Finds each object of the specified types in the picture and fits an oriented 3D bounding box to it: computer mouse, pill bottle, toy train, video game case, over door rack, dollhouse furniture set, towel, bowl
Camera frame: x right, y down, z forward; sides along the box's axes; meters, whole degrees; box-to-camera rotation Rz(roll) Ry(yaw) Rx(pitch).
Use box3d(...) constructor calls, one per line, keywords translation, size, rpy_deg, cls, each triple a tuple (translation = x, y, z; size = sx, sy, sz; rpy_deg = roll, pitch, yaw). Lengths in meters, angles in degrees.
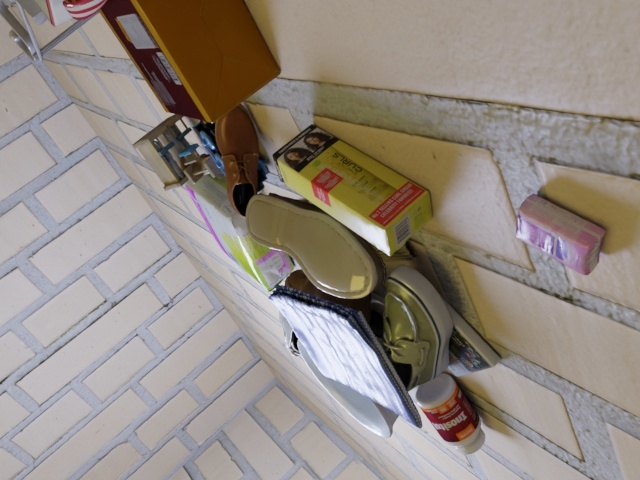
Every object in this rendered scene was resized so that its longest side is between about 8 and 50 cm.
box3d(translation=(0.087, 0.166, 1.325), size=(0.071, 0.041, 0.242), rpy_deg=(36, 171, -14), cls="computer mouse")
box3d(translation=(0.256, 0.339, 1.175), size=(0.152, 0.086, 0.086), rpy_deg=(54, 162, -17), cls="pill bottle")
box3d(translation=(-0.175, -0.168, 1.184), size=(0.184, 0.080, 0.105), rpy_deg=(54, 168, -15), cls="toy train")
box3d(translation=(0.197, 0.144, 1.016), size=(0.190, 0.022, 0.173), rpy_deg=(48, 163, 9), cls="video game case")
box3d(translation=(-0.362, -0.396, 0.893), size=(0.108, 0.239, 0.324), rpy_deg=(50, 164, -21), cls="over door rack")
box3d(translation=(-0.288, -0.211, 1.342), size=(0.184, 0.129, 0.129), rpy_deg=(-9, 123, 42), cls="dollhouse furniture set")
box3d(translation=(0.031, 0.201, 1.104), size=(0.243, 0.040, 0.336), rpy_deg=(59, 159, -17), cls="towel")
box3d(translation=(0.094, 0.295, 1.391), size=(0.298, 0.134, 0.298), rpy_deg=(42, 160, 20), cls="bowl")

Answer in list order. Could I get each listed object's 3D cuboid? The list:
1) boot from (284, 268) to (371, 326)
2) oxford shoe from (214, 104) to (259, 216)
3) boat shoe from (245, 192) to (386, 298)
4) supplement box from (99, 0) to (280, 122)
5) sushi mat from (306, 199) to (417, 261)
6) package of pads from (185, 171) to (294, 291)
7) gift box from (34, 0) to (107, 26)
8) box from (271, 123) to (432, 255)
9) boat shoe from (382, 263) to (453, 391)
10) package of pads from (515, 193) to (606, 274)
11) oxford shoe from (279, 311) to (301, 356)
box3d(translation=(0.020, 0.097, 1.256), size=(0.305, 0.112, 0.115), rpy_deg=(28, 110, 59), cls="boot")
box3d(translation=(-0.141, -0.141, 1.082), size=(0.076, 0.076, 0.212), rpy_deg=(-115, 16, -60), cls="oxford shoe")
box3d(translation=(0.000, 0.000, 1.007), size=(0.324, 0.097, 0.116), rpy_deg=(27, 112, 45), cls="boat shoe")
box3d(translation=(-0.193, -0.291, 0.874), size=(0.194, 0.129, 0.191), rpy_deg=(25, 151, 54), cls="supplement box")
box3d(translation=(0.049, -0.020, 1.040), size=(0.151, 0.019, 0.316), rpy_deg=(51, 163, -9), cls="sushi mat")
box3d(translation=(-0.194, -0.029, 1.480), size=(0.229, 0.101, 0.296), rpy_deg=(36, 159, 38), cls="package of pads")
box3d(translation=(-0.248, -0.387, 0.602), size=(0.258, 0.255, 0.276), rpy_deg=(55, 168, -10), cls="gift box")
box3d(translation=(0.038, -0.075, 0.836), size=(0.232, 0.087, 0.058), rpy_deg=(38, 159, 36), cls="box")
box3d(translation=(0.147, 0.157, 0.968), size=(0.109, 0.094, 0.302), rpy_deg=(37, 158, 38), cls="boat shoe")
box3d(translation=(0.233, -0.006, 0.591), size=(0.083, 0.032, 0.050), rpy_deg=(37, 156, 36), cls="package of pads")
box3d(translation=(-0.049, 0.259, 1.693), size=(0.169, 0.130, 0.449), rpy_deg=(51, 164, -12), cls="oxford shoe")
